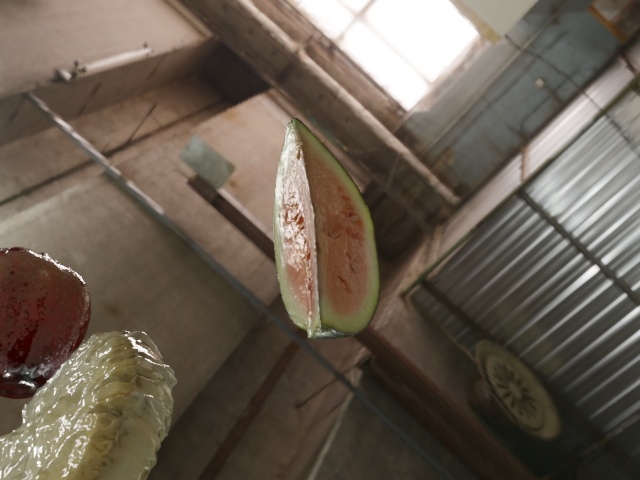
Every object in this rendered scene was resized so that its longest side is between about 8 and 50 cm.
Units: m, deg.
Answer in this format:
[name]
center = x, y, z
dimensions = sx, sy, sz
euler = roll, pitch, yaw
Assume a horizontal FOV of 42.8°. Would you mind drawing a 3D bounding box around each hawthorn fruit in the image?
[hawthorn fruit]
center = -0.327, 0.100, 0.845
dimensions = 0.157, 0.157, 0.194
euler = 30, -122, -29

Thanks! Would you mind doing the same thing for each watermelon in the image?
[watermelon]
center = -0.007, 0.006, 0.592
dimensions = 0.087, 0.068, 0.163
euler = 30, -134, -49

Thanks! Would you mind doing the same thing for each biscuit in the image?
[biscuit]
center = -0.182, 0.167, 0.558
dimensions = 0.084, 0.179, 0.281
euler = 42, -129, -19
